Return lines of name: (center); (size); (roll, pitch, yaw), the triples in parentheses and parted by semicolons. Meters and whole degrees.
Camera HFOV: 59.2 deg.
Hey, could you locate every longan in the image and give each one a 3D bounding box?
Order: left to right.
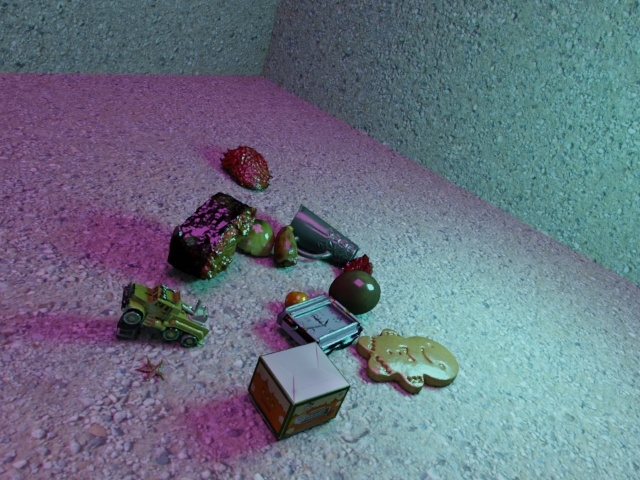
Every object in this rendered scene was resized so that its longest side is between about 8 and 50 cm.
longan: (0.113, 0.184, 1.996); (0.185, 0.159, 0.204); (7, -7, -32)

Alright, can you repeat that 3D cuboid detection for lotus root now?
lotus root: (-0.135, 0.014, 2.152); (0.094, 0.108, 0.190); (5, 54, -17)

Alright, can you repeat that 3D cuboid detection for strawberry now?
strawberry: (-0.327, -0.360, 2.708); (0.233, 0.138, 0.306); (-5, 35, -40)

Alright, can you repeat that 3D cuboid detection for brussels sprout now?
brussels sprout: (-0.244, -0.019, 2.165); (0.149, 0.122, 0.151); (22, 27, 12)

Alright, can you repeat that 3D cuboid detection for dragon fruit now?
dragon fruit: (0.153, 0.133, 2.151); (0.122, 0.092, 0.192); (26, 32, -16)

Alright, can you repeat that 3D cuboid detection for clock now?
clock: (-0.003, 0.279, 1.828); (0.253, 0.083, 0.186); (-13, 41, -46)

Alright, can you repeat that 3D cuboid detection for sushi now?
sushi: (-0.369, -0.004, 1.957); (0.207, 0.234, 0.348); (28, 52, 9)

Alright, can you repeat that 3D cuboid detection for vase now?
vase: (0.000, 0.000, 2.278); (0.301, 0.156, 0.251); (30, 45, 9)

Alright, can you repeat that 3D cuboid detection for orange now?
orange: (-0.082, 0.207, 1.911); (0.083, 0.070, 0.083); (1, 11, 0)

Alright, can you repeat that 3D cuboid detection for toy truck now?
toy truck: (-0.432, 0.190, 1.607); (0.259, 0.135, 0.128); (27, 24, -28)

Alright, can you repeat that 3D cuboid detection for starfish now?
starfish: (-0.443, 0.346, 1.510); (0.086, 0.016, 0.092); (27, 26, 9)

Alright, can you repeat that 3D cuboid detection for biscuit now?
biscuit: (0.295, 0.388, 1.854); (0.355, 0.052, 0.275); (8, 30, -18)

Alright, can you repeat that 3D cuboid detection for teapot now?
teapot: (-0.543, 0.240, 1.596); (0.057, 0.066, 0.088); (29, 47, -18)

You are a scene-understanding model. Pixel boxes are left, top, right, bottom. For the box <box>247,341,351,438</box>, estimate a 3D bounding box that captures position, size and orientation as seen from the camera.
box: (-0.061, 0.398, 1.512); (0.195, 0.148, 0.177); (-7, 40, -40)
